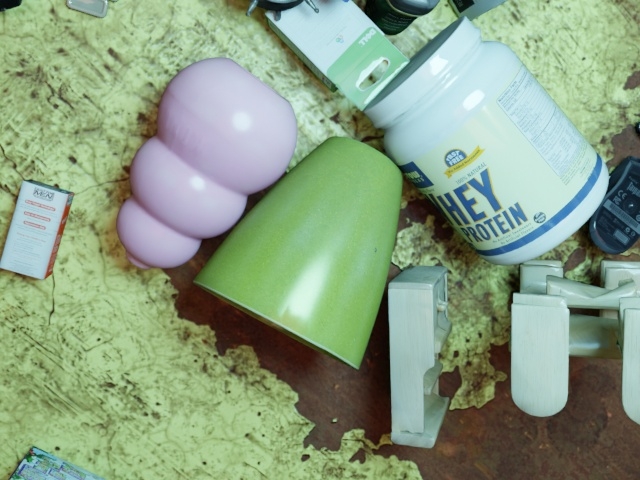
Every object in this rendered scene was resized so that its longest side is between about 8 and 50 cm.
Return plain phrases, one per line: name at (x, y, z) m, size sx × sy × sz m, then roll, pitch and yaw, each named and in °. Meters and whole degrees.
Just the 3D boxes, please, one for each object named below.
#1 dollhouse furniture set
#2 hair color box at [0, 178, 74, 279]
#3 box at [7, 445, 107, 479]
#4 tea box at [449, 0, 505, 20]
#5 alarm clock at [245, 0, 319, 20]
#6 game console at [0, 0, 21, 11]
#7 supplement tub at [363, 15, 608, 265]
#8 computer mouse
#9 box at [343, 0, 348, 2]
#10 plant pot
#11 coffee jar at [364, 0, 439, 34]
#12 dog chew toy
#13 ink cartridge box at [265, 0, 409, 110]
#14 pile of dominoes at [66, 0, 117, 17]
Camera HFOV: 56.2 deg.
dollhouse furniture set at (0.316, 0.182, 0.925) m, size 0.394 × 0.362 × 0.256 m, roll 1°, pitch 98°, yaw 20°
hair color box at (-0.441, -0.017, 0.934) m, size 0.072 × 0.043 × 0.141 m, roll 18°, pitch 97°, yaw -10°
box at (-0.362, 0.453, 0.936) m, size 0.293 × 0.201 × 0.057 m, roll 31°, pitch 93°, yaw -11°
tea box at (0.290, -0.560, 0.866) m, size 0.323 × 0.220 × 0.329 m, roll -36°, pitch 102°, yaw -2°
alarm clock at (-0.066, -0.417, 0.854) m, size 0.129 × 0.064 × 0.192 m, roll -7°, pitch 98°, yaw -14°
game console at (-0.504, -0.383, 0.829) m, size 0.124 × 0.085 × 0.144 m, roll -23°, pitch 117°, yaw -15°
supplement tub at (0.247, -0.147, 0.915) m, size 0.235 × 0.235 × 0.325 m, roll -45°, pitch 101°, yaw 0°
computer mouse at (0.581, -0.071, 1.067) m, size 0.184 × 0.060 × 0.262 m, roll 31°, pitch 81°, yaw -7°
box at (0.042, -0.451, 0.866) m, size 0.136 × 0.036 × 0.225 m, roll 44°, pitch 51°, yaw -20°
plant pot at (0.000, 0.000, 0.908) m, size 0.274 × 0.275 × 0.293 m, roll 30°, pitch 80°, yaw -11°
coffee jar at (0.125, -0.371, 0.889) m, size 0.079 × 0.184 × 0.096 m, roll 12°, pitch 97°, yaw -10°
dog chew toy at (-0.183, -0.099, 0.886) m, size 0.206 × 0.206 × 0.332 m, roll 35°, pitch 100°, yaw -11°
ink cartridge box at (0.025, -0.307, 0.929) m, size 0.209 × 0.062 × 0.109 m, roll 45°, pitch 91°, yaw -1°
pile of dominoes at (-0.338, -0.473, 0.894) m, size 0.196 × 0.040 × 0.251 m, roll 41°, pitch 99°, yaw -16°
